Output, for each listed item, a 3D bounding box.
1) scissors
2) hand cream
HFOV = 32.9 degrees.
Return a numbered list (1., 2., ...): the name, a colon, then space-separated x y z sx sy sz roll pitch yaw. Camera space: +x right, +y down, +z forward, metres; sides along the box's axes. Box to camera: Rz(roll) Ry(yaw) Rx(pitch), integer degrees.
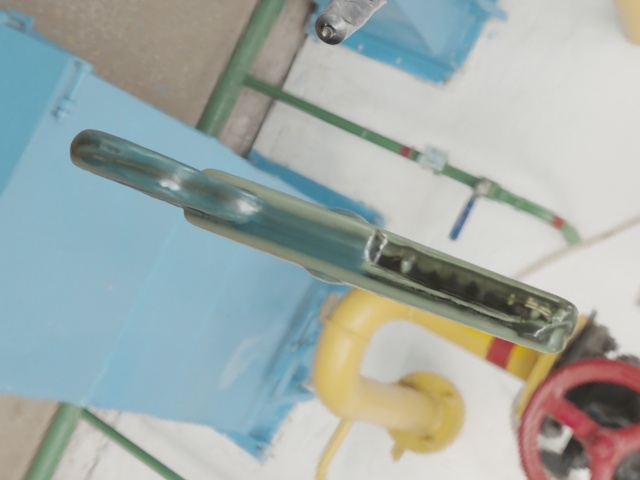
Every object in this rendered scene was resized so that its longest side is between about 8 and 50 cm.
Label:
1. scissors: 0.000 0.000 0.595 0.041 0.289 0.138 -69 161 -6
2. hand cream: 0.019 -0.138 0.642 0.019 0.030 0.093 -37 -168 36
